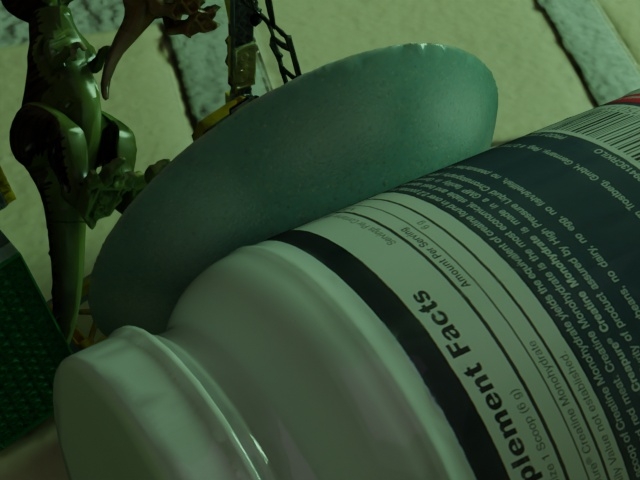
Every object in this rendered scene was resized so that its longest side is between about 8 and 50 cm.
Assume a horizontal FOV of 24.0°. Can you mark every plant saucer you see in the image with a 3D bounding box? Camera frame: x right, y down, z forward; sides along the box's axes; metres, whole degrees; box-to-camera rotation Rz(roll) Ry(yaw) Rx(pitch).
[{"bbox_3d":[0.000,0.000,0.620,0.195,0.195,0.037,-22,64,-22],"label":"plant saucer"}]

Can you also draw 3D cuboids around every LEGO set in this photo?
[{"bbox_3d":[-0.138,-0.089,0.640,0.255,0.331,0.192,-40,53,-10],"label":"LEGO set"}]

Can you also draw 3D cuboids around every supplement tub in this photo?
[{"bbox_3d":[0.063,0.068,0.543,0.272,0.191,0.191,-22,49,-22],"label":"supplement tub"}]
